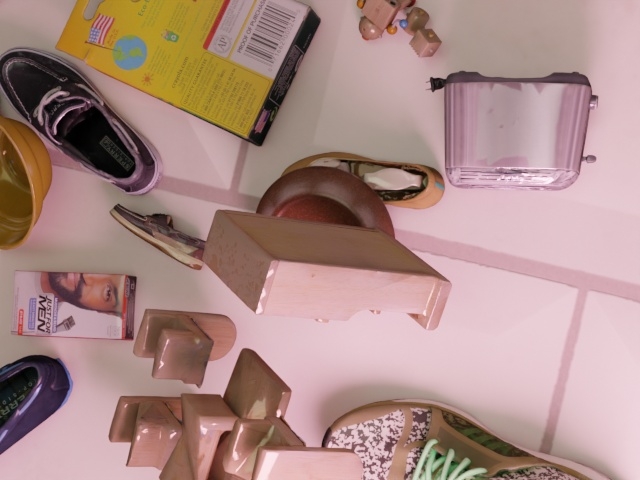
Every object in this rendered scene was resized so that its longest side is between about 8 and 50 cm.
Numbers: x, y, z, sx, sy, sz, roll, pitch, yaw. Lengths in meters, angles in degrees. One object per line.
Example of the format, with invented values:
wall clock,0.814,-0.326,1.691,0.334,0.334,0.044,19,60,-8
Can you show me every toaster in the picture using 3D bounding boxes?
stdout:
toaster,0.244,-0.141,1.816,0.227,0.129,0.146,2,88,12

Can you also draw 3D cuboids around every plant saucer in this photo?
plant saucer,0.000,0.000,1.867,0.198,0.036,0.198,5,110,14

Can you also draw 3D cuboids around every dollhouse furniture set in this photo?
dollhouse furniture set,-0.042,0.182,1.742,0.362,0.256,0.394,40,118,52

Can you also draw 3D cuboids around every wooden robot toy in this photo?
wooden robot toy,0.089,-0.301,1.910,0.173,0.076,0.079,43,130,13

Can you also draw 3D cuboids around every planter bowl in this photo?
planter bowl,-0.442,-0.103,1.967,0.217,0.090,0.217,21,124,33

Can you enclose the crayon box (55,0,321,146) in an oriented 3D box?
crayon box,-0.185,-0.288,1.950,0.318,0.081,0.202,26,91,13

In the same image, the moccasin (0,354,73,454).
moccasin,-0.508,0.262,1.936,0.342,0.117,0.138,-42,74,-2

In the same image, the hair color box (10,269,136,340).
hair color box,-0.346,0.091,1.967,0.167,0.053,0.093,1,85,12

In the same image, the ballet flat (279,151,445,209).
ballet flat,0.050,-0.084,1.882,0.232,0.073,0.080,0,83,13

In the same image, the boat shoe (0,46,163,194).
boat shoe,-0.354,-0.174,1.967,0.301,0.102,0.108,43,95,13

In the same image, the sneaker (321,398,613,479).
sneaker,0.191,0.302,1.759,0.410,0.182,0.158,15,89,14

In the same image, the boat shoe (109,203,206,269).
boat shoe,-0.222,-0.014,1.951,0.152,0.056,0.049,31,87,4
